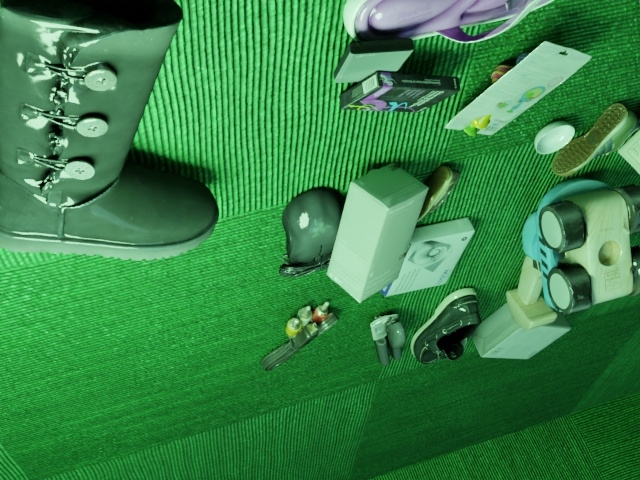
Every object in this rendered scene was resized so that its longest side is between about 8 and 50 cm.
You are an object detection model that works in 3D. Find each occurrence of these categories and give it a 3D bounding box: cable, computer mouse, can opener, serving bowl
[{"bbox_3d":[-0.055,0.224,1.999,0.139,0.072,0.287,-22,166,-34],"label":"cable"},{"bbox_3d":[0.000,0.000,1.640,0.188,0.072,0.272,-18,149,-5],"label":"computer mouse"},{"bbox_3d":[0.176,0.264,2.155,0.074,0.093,0.280,-21,154,-4],"label":"can opener"},{"bbox_3d":[0.458,-0.208,1.650,0.083,0.027,0.083,-16,148,-10],"label":"serving bowl"}]

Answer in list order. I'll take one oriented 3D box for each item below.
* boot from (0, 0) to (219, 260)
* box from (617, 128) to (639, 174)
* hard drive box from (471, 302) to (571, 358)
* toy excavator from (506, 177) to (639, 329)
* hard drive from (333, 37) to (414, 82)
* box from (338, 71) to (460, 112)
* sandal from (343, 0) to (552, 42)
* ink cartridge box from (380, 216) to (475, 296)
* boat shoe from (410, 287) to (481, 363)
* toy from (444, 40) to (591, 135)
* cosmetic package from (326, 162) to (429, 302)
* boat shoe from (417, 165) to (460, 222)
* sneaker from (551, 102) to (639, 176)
[{"bbox_3d":[-0.269,-0.163,1.168,0.367,0.146,0.445,-6,141,-29],"label":"boot"},{"bbox_3d":[0.760,-0.242,1.649,0.121,0.148,0.311,-28,163,-46],"label":"box"},{"bbox_3d":[0.573,0.257,2.388,0.232,0.089,0.181,11,136,-42],"label":"hard drive box"},{"bbox_3d":[0.569,0.050,1.966,0.222,0.445,0.433,-14,107,-11],"label":"toy excavator"},{"bbox_3d":[0.077,-0.269,1.249,0.094,0.022,0.135,-6,174,-9],"label":"hard drive"},{"bbox_3d":[0.128,-0.237,1.347,0.162,0.029,0.116,-5,172,-30],"label":"box"},{"bbox_3d":[0.241,-0.352,1.212,0.416,0.102,0.169,-19,149,-2],"label":"sandal"},{"bbox_3d":[0.209,0.045,1.868,0.224,0.045,0.223,-10,147,-19],"label":"ink cartridge box"},{"bbox_3d":[0.343,0.262,2.225,0.127,0.113,0.340,-5,145,-28],"label":"boat shoe"},{"bbox_3d":[0.331,-0.271,1.445,0.137,0.056,0.237,2,147,-41],"label":"toy"},{"bbox_3d":[0.105,-0.016,1.580,0.127,0.107,0.238,-29,148,-37],"label":"cosmetic package"},{"bbox_3d":[0.227,-0.085,1.667,0.049,0.056,0.152,7,139,-31],"label":"boat shoe"},{"bbox_3d":[0.571,-0.193,1.708,0.086,0.064,0.192,15,131,-38],"label":"sneaker"}]
